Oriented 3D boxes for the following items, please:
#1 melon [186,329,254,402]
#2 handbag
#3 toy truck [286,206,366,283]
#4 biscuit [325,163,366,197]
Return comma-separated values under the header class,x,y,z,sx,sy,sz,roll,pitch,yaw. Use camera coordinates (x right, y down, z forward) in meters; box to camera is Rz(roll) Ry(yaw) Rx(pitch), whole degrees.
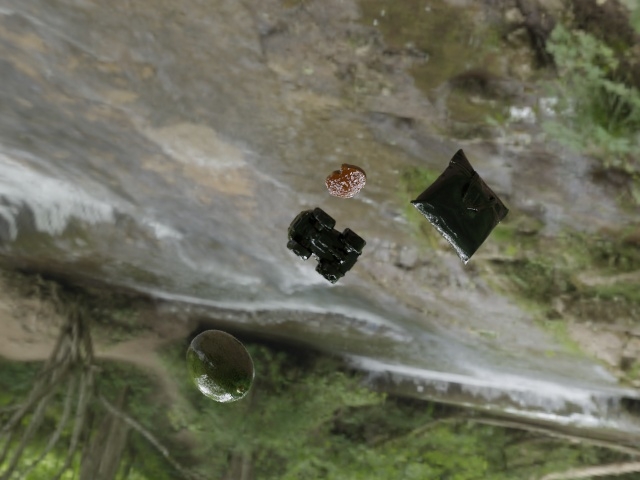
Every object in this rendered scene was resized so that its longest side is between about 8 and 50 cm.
class,x,y,z,sx,sy,sz,roll,pitch,yaw
melon,-0.183,0.234,1.391,0.114,0.114,0.167,20,-167,-46
handbag,0.389,-0.094,2.068,0.254,0.211,0.089,46,170,-21
toy truck,0.000,0.000,2.037,0.224,0.147,0.165,37,-178,-28
biscuit,0.070,-0.164,2.090,0.102,0.019,0.130,26,136,-20
